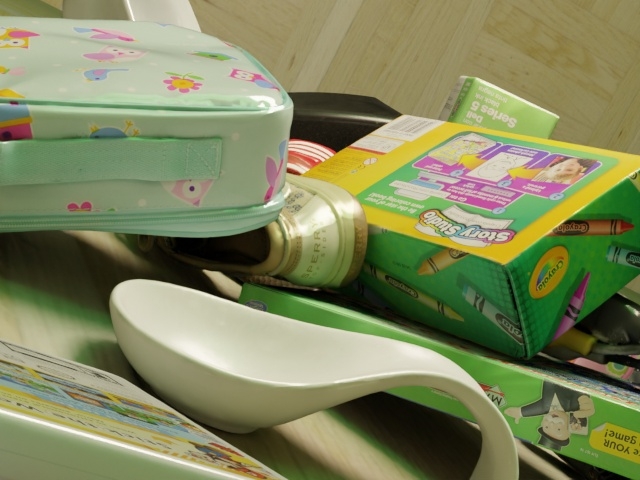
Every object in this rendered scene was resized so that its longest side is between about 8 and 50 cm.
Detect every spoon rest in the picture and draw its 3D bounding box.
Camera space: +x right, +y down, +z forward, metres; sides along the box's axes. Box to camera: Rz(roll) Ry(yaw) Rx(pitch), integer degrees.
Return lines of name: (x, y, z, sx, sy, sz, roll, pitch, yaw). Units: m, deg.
spoon rest: (0.004, 0.084, 0.702, 0.276, 0.084, 0.137, 26, 9, -18)

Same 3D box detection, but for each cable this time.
cable: (0.240, 0.091, 0.861, 0.139, 0.072, 0.287, 15, 13, -38)

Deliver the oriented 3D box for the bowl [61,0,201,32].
bowl: (-0.237, -0.224, 1.446, 0.298, 0.134, 0.298, -18, 90, -80)

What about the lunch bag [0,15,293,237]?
lunch bag: (-0.168, -0.076, 0.800, 0.279, 0.108, 0.224, -2, 25, -20)

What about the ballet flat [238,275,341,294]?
ballet flat: (-0.067, 0.000, 1.076, 0.250, 0.058, 0.084, 30, 8, 16)

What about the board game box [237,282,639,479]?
board game box: (0.120, 0.099, 0.872, 0.317, 0.046, 0.213, 17, 3, 27)

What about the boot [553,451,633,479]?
boot: (0.232, 0.178, 0.928, 0.198, 0.077, 0.137, 31, 14, 28)

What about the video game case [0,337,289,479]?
video game case: (-0.141, 0.055, 0.453, 0.227, 0.026, 0.206, 23, -5, -31)

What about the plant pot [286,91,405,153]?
plant pot: (-0.005, -0.098, 1.519, 0.167, 0.187, 0.188, 12, 13, -20)

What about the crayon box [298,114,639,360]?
crayon box: (0.107, -0.015, 0.926, 0.165, 0.081, 0.278, -32, 30, -28)

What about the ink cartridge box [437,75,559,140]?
ink cartridge box: (0.171, -0.057, 1.463, 0.115, 0.273, 0.198, 25, 8, -3)

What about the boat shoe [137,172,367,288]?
boat shoe: (-0.084, -0.027, 0.944, 0.089, 0.104, 0.285, -1, 9, -40)

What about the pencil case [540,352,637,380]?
pencil case: (0.278, 0.095, 1.410, 0.124, 0.124, 0.284, 27, 9, -8)

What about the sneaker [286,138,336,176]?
sneaker: (0.034, -0.017, 1.149, 0.221, 0.087, 0.128, 49, 26, -19)

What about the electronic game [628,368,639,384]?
electronic game: (0.424, 0.216, 1.383, 0.229, 0.048, 0.229, 24, 13, -6)
